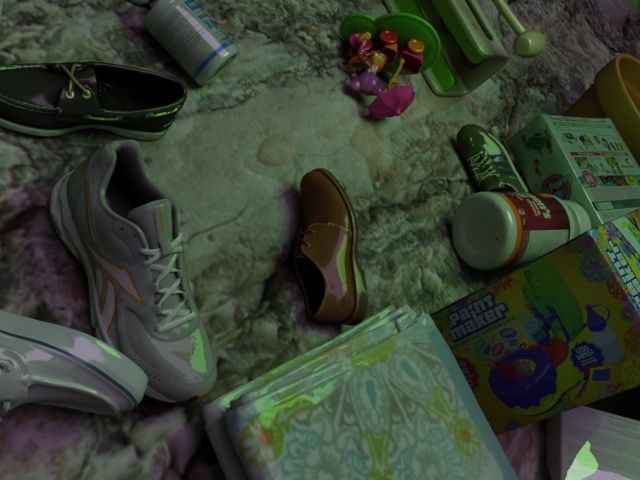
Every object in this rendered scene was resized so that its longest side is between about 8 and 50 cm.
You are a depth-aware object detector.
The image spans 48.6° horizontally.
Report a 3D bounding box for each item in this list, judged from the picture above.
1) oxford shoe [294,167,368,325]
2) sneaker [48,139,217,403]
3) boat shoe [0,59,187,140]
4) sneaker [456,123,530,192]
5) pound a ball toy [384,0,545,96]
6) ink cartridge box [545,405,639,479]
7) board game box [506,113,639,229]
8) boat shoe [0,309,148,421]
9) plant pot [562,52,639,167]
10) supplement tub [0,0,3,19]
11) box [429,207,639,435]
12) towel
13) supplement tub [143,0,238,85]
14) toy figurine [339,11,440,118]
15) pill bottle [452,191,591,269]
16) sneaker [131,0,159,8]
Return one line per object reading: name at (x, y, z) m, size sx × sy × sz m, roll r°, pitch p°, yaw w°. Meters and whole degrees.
oxford shoe at (0.000, 0.000, 0.874) m, size 0.076 × 0.076 × 0.212 m, roll 6°, pitch 60°, yaw -34°
sneaker at (-0.165, 0.026, 0.663) m, size 0.099 × 0.121 × 0.262 m, roll -22°, pitch 78°, yaw -48°
boat shoe at (-0.250, -0.158, 0.753) m, size 0.228 × 0.069 × 0.081 m, roll -3°, pitch 65°, yaw -44°
sneaker at (0.301, -0.114, 1.236) m, size 0.192 × 0.064 × 0.086 m, roll 52°, pitch 36°, yaw -6°
pound a ball toy at (0.271, -0.420, 1.317) m, size 0.136 × 0.208 × 0.319 m, roll -12°, pitch 70°, yaw -46°
ink cartridge box at (0.401, 0.345, 0.963) m, size 0.181 × 0.056 × 0.224 m, roll 16°, pitch 52°, yaw 1°
board game box at (0.498, -0.077, 1.274) m, size 0.224 × 0.097 × 0.303 m, roll -4°, pitch 64°, yaw -37°
boat shoe at (-0.266, 0.102, 0.550) m, size 0.258 × 0.095 × 0.084 m, roll 21°, pitch 53°, yaw -17°
plant pot at (0.646, -0.225, 1.532) m, size 0.291 × 0.203 × 0.291 m, roll 24°, pitch 47°, yaw -30°
supplement tub at (-0.421, -0.202, 0.498) m, size 0.325 × 0.235 × 0.235 m, roll 4°, pitch 60°, yaw -41°
box at (0.327, 0.103, 0.936) m, size 0.279 × 0.290 × 0.177 m, roll -15°, pitch 74°, yaw -46°
towel at (0.076, 0.274, 0.736) m, size 0.320 × 0.090 × 0.374 m, roll -19°, pitch 79°, yaw -45°
supplement tub at (-0.164, -0.258, 0.903) m, size 0.107 × 0.071 × 0.071 m, roll 47°, pitch 41°, yaw -8°
toy figurine at (0.098, -0.273, 1.143) m, size 0.173 × 0.130 × 0.159 m, roll 19°, pitch 57°, yaw -5°
pill bottle at (0.326, -0.017, 1.134) m, size 0.221 × 0.121 × 0.121 m, roll -2°, pitch 64°, yaw -37°
sneaker at (-0.197, -0.329, 0.923) m, size 0.098 × 0.069 × 0.038 m, roll 5°, pitch 60°, yaw -41°
